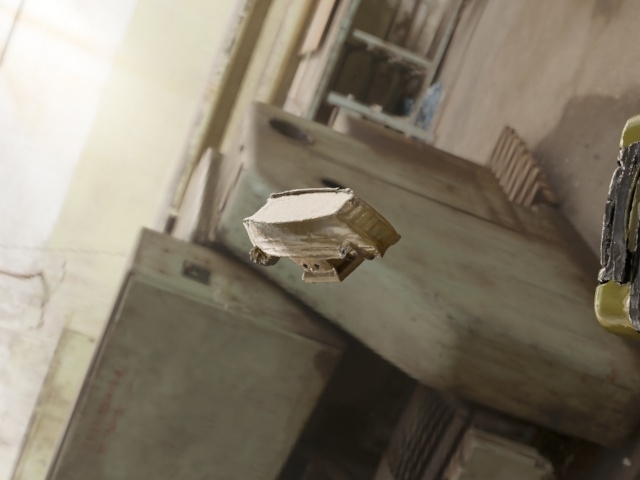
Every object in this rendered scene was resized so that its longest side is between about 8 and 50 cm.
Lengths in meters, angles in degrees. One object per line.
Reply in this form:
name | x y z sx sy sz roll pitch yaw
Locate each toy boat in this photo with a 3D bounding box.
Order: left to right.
toy boat | 0.000 0.000 1.290 0.089 0.121 0.321 -41 19 -24

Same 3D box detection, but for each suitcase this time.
suitcase | 0.336 0.002 0.731 0.143 0.234 0.194 -6 71 63
